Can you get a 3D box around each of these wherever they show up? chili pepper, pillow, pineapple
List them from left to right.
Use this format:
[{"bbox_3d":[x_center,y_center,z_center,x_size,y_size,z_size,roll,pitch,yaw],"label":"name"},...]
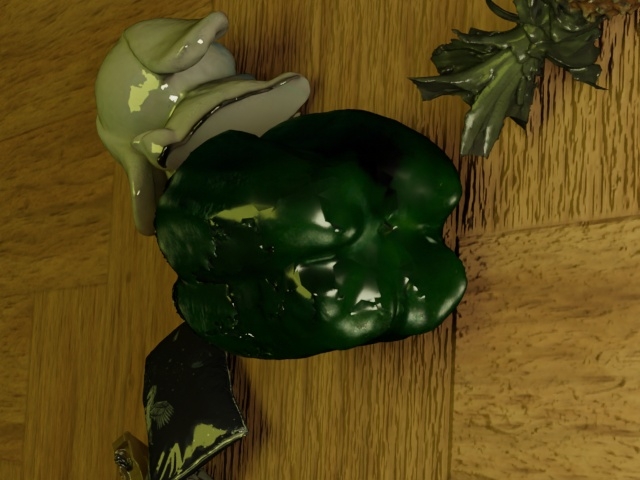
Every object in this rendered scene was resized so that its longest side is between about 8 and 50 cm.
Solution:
[{"bbox_3d":[-0.149,0.175,1.716,0.141,0.055,0.208,-37,38,19],"label":"pillow"},{"bbox_3d":[0.000,0.000,1.405,0.256,0.248,0.233,5,116,53],"label":"chili pepper"},{"bbox_3d":[0.183,-0.184,1.241,0.277,0.130,0.119,-49,33,43],"label":"pineapple"}]

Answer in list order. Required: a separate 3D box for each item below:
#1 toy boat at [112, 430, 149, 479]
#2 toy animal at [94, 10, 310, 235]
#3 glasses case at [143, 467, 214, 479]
[{"bbox_3d":[-0.221,0.325,1.815,0.057,0.077,0.201,-41,51,47],"label":"toy boat"},{"bbox_3d":[-0.154,-0.125,1.710,0.289,0.174,0.249,7,89,56],"label":"toy animal"},{"bbox_3d":[-0.116,0.361,1.632,0.354,0.085,0.137,42,114,54],"label":"glasses case"}]
